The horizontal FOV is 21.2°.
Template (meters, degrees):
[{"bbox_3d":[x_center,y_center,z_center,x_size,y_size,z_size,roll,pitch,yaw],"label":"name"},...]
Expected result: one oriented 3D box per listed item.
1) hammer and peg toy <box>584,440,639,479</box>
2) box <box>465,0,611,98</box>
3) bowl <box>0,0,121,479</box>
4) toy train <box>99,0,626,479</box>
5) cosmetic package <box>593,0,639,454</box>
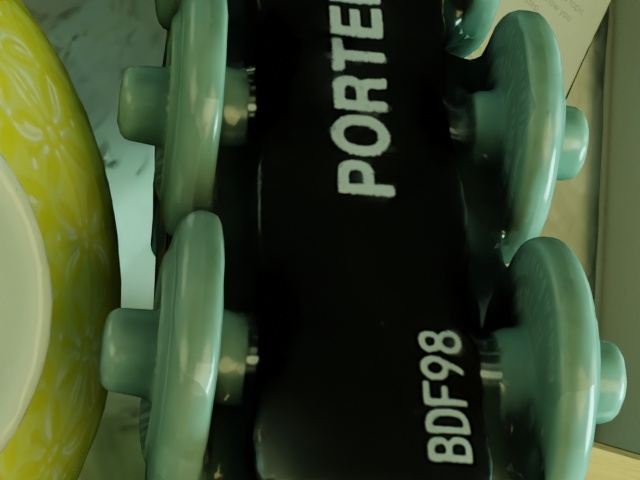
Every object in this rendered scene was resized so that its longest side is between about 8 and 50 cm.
[{"bbox_3d":[0.087,0.200,0.716,0.361,0.127,0.266,16,87,-17],"label":"hammer and peg toy"},{"bbox_3d":[0.073,-0.230,0.738,0.232,0.058,0.322,33,79,-36],"label":"box"},{"bbox_3d":[-0.160,0.016,0.472,0.289,0.156,0.289,-1,91,-38],"label":"bowl"},{"bbox_3d":[0.000,0.000,0.549,0.142,0.334,0.190,3,141,-8],"label":"toy train"},{"bbox_3d":[0.379,0.029,0.796,0.329,0.393,0.327,-7,102,-37],"label":"cosmetic package"}]
